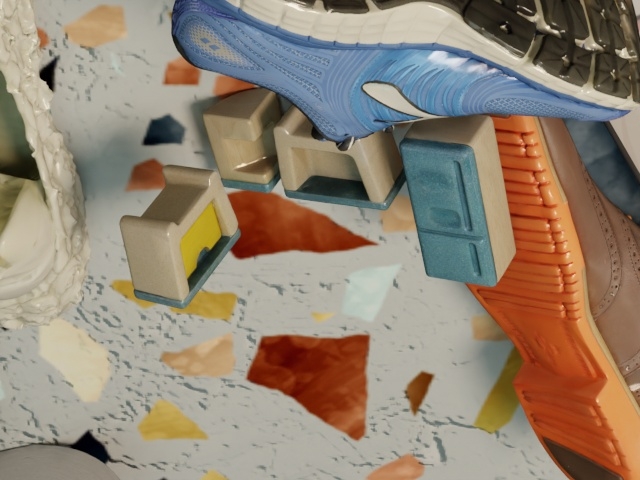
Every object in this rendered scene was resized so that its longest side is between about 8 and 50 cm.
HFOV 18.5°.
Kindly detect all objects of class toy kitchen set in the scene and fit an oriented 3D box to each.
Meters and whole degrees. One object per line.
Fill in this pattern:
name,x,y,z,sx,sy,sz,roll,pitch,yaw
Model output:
toy kitchen set,0.000,0.000,1.322,0.207,0.166,0.122,9,134,28

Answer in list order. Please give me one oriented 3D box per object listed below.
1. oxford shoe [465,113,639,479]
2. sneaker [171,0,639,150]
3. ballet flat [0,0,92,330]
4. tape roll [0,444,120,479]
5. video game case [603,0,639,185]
oxford shoe,0.188,0.014,1.436,0.132,0.130,0.364,-38,123,-27
sneaker,0.058,-0.133,1.242,0.330,0.130,0.147,11,149,-22
ballet flat,-0.246,-0.062,1.317,0.147,0.147,0.409,-6,132,2
tape roll,-0.241,0.265,1.547,0.219,0.219,0.072,-11,130,7
video game case,0.316,-0.118,1.338,0.248,0.035,0.275,-25,121,18
